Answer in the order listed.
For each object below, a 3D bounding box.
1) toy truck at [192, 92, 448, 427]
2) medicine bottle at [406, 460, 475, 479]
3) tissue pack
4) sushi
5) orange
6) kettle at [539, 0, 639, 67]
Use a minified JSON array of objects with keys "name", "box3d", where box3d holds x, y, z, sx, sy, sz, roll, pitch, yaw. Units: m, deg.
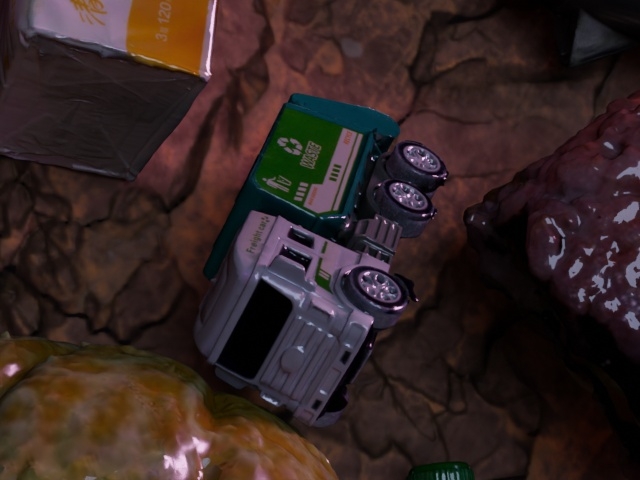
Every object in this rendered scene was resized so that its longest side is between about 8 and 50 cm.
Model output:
[{"name":"toy truck","box3d":[0.000,0.000,0.871,0.124,0.114,0.253,27,32,-2]},{"name":"medicine bottle","box3d":[0.094,0.275,0.887,0.095,0.064,0.260,-5,74,-6]},{"name":"tissue pack","box3d":[-0.137,-0.179,0.883,0.124,0.185,0.225,11,68,-17]},{"name":"sushi","box3d":[0.229,0.047,0.932,0.171,0.236,0.270,-35,79,-9]},{"name":"orange","box3d":[-0.110,0.193,0.759,0.369,0.210,0.271,31,62,-12]},{"name":"kettle","box3d":[0.275,-0.253,1.052,0.271,0.250,0.207,-2,44,-13]}]
